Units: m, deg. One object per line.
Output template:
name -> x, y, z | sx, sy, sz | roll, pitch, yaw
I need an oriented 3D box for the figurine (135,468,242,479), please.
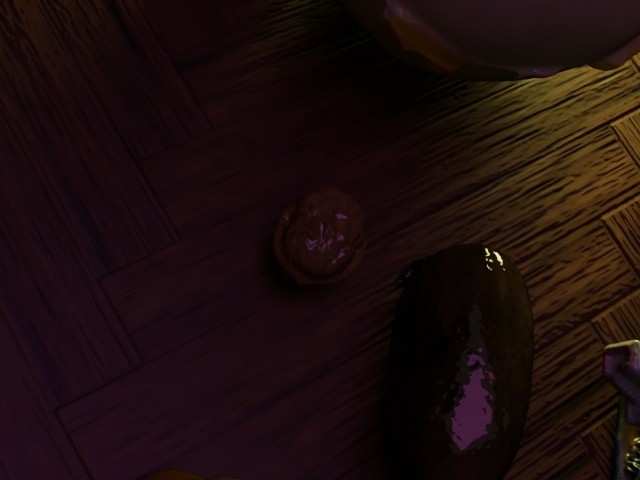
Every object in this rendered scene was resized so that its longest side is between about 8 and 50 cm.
figurine -> -0.074, 0.263, 0.746 | 0.246, 0.131, 0.156 | 43, 102, 25

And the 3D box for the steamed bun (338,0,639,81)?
steamed bun -> 0.169, -0.309, 0.984 | 0.374, 0.334, 0.334 | -5, 71, -23

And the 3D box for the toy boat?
toy boat -> 0.307, 0.176, 0.941 | 0.115, 0.114, 0.262 | 15, 67, -28

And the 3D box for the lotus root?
lotus root -> 0.121, 0.114, 0.896 | 0.123, 0.124, 0.241 | 10, 65, -5

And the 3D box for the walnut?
walnut -> 0.000, 0.000, 0.923 | 0.082, 0.079, 0.096 | 30, 62, -5
